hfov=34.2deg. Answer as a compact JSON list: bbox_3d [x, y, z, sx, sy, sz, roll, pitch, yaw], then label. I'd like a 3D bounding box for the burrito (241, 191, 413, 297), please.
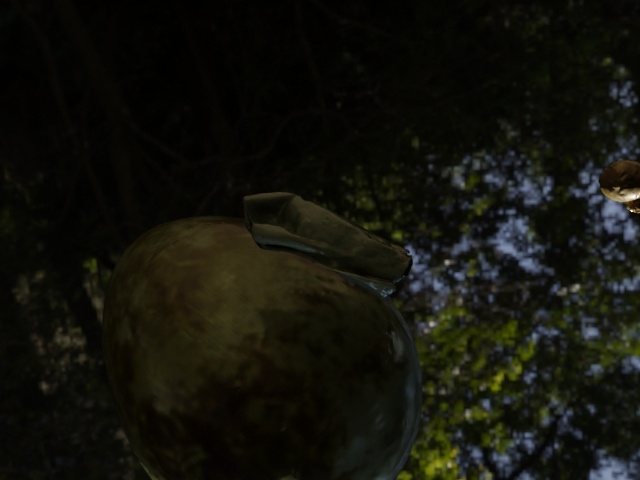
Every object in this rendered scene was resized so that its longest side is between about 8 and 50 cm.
[{"bbox_3d":[0.000,0.000,0.678,0.118,0.044,0.074,26,-179,2],"label":"burrito"}]

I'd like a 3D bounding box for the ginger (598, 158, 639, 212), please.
[{"bbox_3d":[0.347,-0.065,0.876,0.193,0.176,0.052,26,-138,16],"label":"ginger"}]

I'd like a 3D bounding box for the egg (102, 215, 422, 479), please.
[{"bbox_3d":[-0.055,0.104,0.848,0.289,0.238,0.238,38,-145,17],"label":"egg"}]
